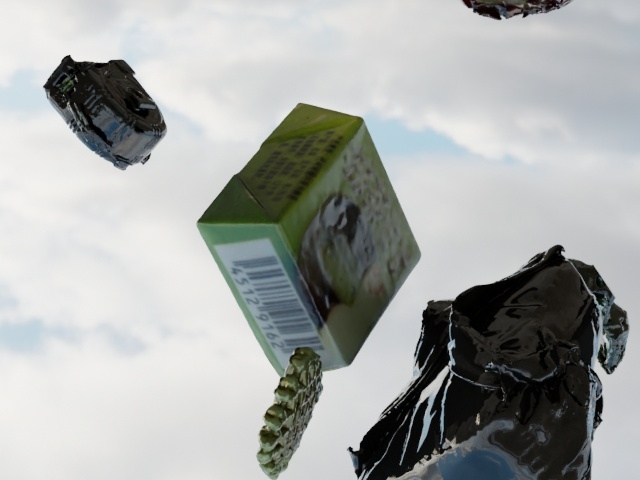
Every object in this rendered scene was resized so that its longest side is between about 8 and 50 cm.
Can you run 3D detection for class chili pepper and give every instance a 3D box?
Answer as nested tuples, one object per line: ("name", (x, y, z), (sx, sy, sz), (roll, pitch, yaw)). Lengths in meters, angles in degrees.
("chili pepper", (0.571, 0.130, 2.338), (0.116, 0.264, 0.148), (-30, -163, 23))

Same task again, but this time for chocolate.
("chocolate", (0.000, 0.000, 1.593), (0.137, 0.301, 0.289), (1, -140, 36))

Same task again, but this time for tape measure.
("tape measure", (-0.331, -0.211, 1.819), (0.186, 0.112, 0.199), (51, -159, 7))

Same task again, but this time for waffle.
("waffle", (-0.038, 0.228, 1.473), (0.036, 0.183, 0.169), (19, -111, 15))

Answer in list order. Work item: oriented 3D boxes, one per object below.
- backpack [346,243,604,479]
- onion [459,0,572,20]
("backpack", (0.228, 0.201, 1.499), (0.255, 0.363, 0.446), (42, -141, -6))
("onion", (0.204, -0.385, 1.219), (0.272, 0.272, 0.195), (10, -125, 11))
